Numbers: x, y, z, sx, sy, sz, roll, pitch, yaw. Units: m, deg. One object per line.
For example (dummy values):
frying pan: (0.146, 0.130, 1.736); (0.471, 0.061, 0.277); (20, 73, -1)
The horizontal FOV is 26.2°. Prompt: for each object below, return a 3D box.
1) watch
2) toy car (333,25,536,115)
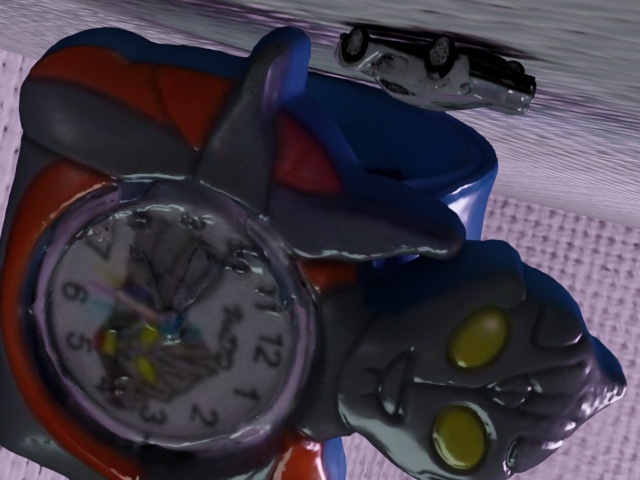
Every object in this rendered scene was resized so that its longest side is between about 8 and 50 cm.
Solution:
watch: (0.000, 0.000, 0.706); (0.305, 0.241, 0.274); (13, -161, 1)
toy car: (0.039, -0.062, 0.511); (0.041, 0.025, 0.093); (14, -178, -35)
